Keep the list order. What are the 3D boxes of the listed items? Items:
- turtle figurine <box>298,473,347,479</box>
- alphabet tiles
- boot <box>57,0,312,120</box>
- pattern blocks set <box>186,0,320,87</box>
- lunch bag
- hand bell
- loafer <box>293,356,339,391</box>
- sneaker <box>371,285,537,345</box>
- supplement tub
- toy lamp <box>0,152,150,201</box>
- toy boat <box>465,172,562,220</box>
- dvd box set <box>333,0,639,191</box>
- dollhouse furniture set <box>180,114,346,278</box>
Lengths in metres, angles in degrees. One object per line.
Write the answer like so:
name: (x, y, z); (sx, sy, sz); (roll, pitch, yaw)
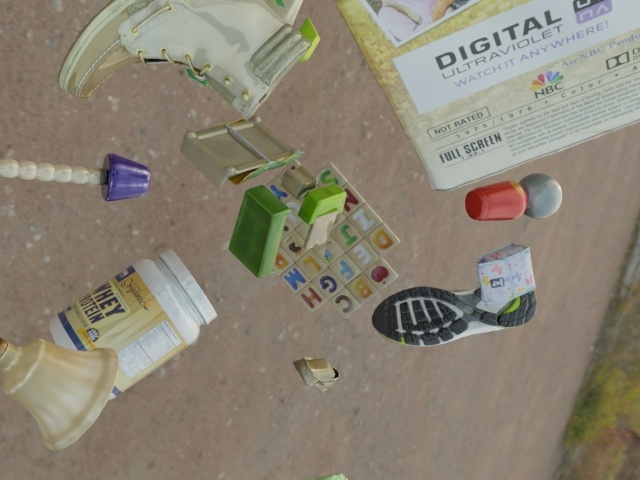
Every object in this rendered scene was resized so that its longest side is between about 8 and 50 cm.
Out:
turtle figurine: (0.048, 0.383, 0.787); (0.198, 0.275, 0.266); (20, 55, -52)
alphabet tiles: (0.000, 0.000, 1.659); (0.285, 0.342, 0.011); (-40, -178, 27)
boot: (-0.132, -0.176, 0.737); (0.213, 0.165, 0.077); (-43, -172, -1)
pattern blocks set: (-0.119, -0.413, 1.399); (0.325, 0.285, 0.026); (-52, 155, 7)
lunch bag: (0.273, 0.051, 1.117); (0.083, 0.053, 0.071); (-19, 108, -19)
hand bell: (-0.345, 0.110, 0.781); (0.242, 0.126, 0.126); (41, 75, -32)
loafer: (-0.007, 0.241, 1.390); (0.050, 0.056, 0.148); (-37, 155, 3)
sneaker: (0.238, 0.140, 1.377); (0.121, 0.300, 0.111); (119, -34, -73)
supplement tub: (-0.416, 0.183, 1.689); (0.316, 0.228, 0.228); (-35, 144, -13)
toy lamp: (-0.400, -0.103, 1.142); (0.275, 0.080, 0.080); (2, 115, -27)
toy boat: (0.265, -0.183, 1.052); (0.148, 0.267, 0.318); (-9, 99, -24)
dvd box set: (0.115, -0.199, 0.257); (0.420, 0.308, 0.062); (48, 26, -50)
dollhouse furniture set: (-0.126, -0.098, 1.485); (0.197, 0.301, 0.151); (-22, 142, -40)
